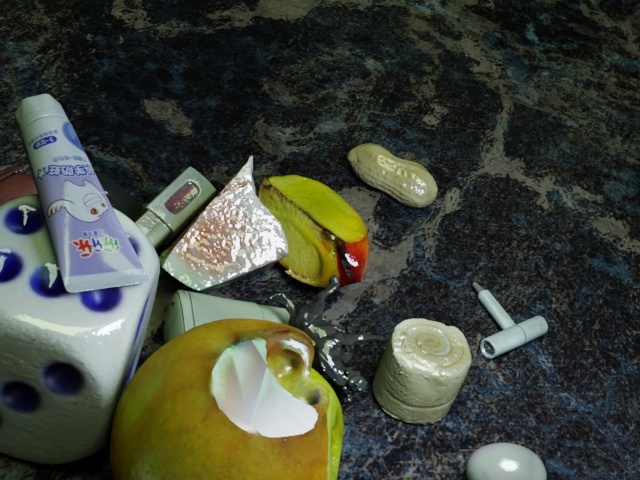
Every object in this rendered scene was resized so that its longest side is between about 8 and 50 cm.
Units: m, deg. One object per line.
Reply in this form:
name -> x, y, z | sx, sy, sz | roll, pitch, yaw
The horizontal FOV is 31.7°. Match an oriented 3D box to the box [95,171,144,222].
box -> -0.438, -0.049, 2.130 | 0.212, 0.042, 0.201 | 42, 43, 23

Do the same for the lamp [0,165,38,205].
lamp -> -0.548, -0.026, 1.959 | 0.180, 0.180, 0.258 | 31, 42, 15

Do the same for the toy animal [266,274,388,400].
toy animal -> 0.015, 0.163, 1.964 | 0.233, 0.084, 0.148 | 50, 36, 14

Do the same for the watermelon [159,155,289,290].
watermelon -> -0.178, -0.020, 2.066 | 0.193, 0.231, 0.310 | 65, 19, 3

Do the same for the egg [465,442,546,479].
egg -> 0.307, 0.386, 1.864 | 0.135, 0.103, 0.103 | 10, 41, -6

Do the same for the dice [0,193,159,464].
dice -> -0.411, 0.133, 1.730 | 0.277, 0.304, 0.304 | 16, 39, -1

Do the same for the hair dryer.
hair dryer -> 0.331, 0.144, 2.205 | 0.155, 0.044, 0.183 | -18, 47, -36

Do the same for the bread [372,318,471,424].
bread -> 0.177, 0.228, 1.966 | 0.148, 0.141, 0.134 | 4, 41, -15

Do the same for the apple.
apple -> -0.113, 0.279, 1.641 | 0.384, 0.374, 0.374 | -18, 52, -40

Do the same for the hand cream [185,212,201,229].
hand cream -> -0.220, -0.048, 2.225 | 0.122, 0.023, 0.036 | -16, 59, -33

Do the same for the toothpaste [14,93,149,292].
toothpaste -> -0.373, -0.067, 1.694 | 0.125, 0.080, 0.371 | -6, 53, -32

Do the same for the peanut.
peanut -> 0.155, -0.144, 2.421 | 0.214, 0.090, 0.098 | 28, 53, 10

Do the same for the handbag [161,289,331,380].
handbag -> -0.115, 0.201, 1.960 | 0.315, 0.109, 0.241 | 15, 39, -25

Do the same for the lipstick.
lipstick -> -0.304, -0.030, 2.097 | 0.079, 0.077, 0.253 | 44, 56, -1

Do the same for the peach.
peach -> 0.002, -0.003, 2.151 | 0.267, 0.159, 0.154 | 37, 37, 24
